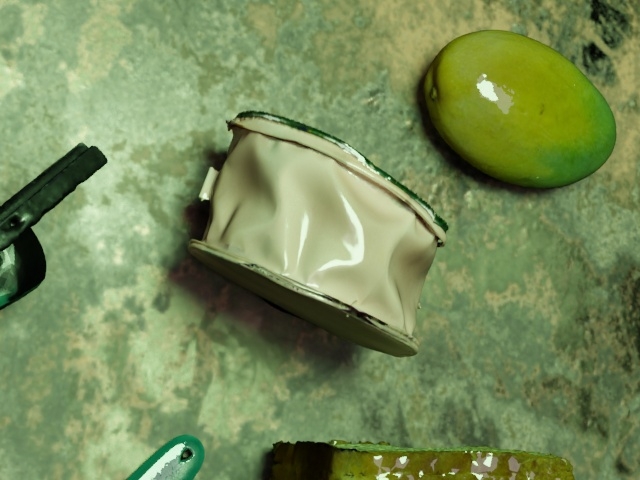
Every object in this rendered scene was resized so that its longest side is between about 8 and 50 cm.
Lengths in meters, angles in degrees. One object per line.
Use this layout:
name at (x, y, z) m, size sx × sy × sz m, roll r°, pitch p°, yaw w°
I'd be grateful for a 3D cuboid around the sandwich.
sandwich at (0.066, 0.185, 0.975) m, size 0.186 × 0.214 × 0.065 m, roll 5°, pitch 81°, yaw -21°

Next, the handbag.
handbag at (0.001, -0.001, 1.002) m, size 0.205 × 0.179 × 0.116 m, roll 28°, pitch 79°, yaw -15°

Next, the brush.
brush at (-0.154, 0.220, 0.978) m, size 0.043 × 0.032 × 0.193 m, roll 48°, pitch 69°, yaw -9°

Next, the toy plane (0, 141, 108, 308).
toy plane at (-0.301, 0.057, 0.848) m, size 0.381 × 0.155 × 0.106 m, roll -32°, pitch 94°, yaw -40°

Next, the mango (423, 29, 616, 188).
mango at (0.180, -0.112, 1.142) m, size 0.194 × 0.092 × 0.130 m, roll 11°, pitch 76°, yaw -30°
